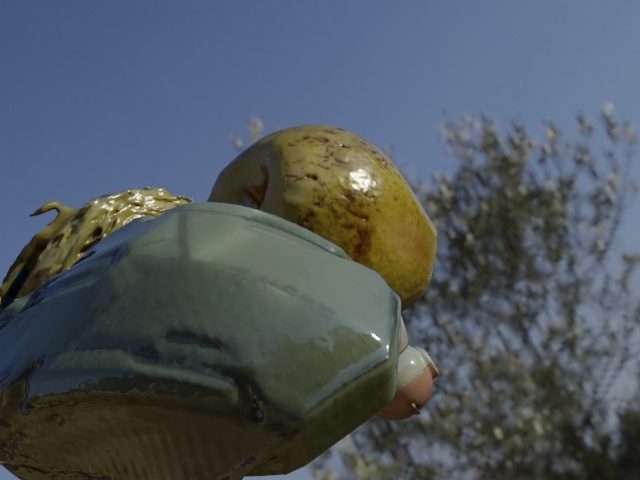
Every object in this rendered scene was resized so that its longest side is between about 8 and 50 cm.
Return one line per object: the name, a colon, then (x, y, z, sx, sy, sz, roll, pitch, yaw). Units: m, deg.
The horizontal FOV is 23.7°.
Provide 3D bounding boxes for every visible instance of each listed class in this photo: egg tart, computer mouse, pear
egg tart: (-0.280, 0.094, 1.942, 0.387, 0.169, 0.388, -26, -51, -37)
computer mouse: (-0.127, 0.067, 1.114, 0.429, 0.145, 0.228, -6, 36, 41)
pear: (0.000, 0.000, 1.744, 0.271, 0.271, 0.271, -25, -15, -7)

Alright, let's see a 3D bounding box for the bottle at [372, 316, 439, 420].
bottle: (0.072, 0.158, 2.214, 0.147, 0.236, 0.147, -36, 2, 1)
